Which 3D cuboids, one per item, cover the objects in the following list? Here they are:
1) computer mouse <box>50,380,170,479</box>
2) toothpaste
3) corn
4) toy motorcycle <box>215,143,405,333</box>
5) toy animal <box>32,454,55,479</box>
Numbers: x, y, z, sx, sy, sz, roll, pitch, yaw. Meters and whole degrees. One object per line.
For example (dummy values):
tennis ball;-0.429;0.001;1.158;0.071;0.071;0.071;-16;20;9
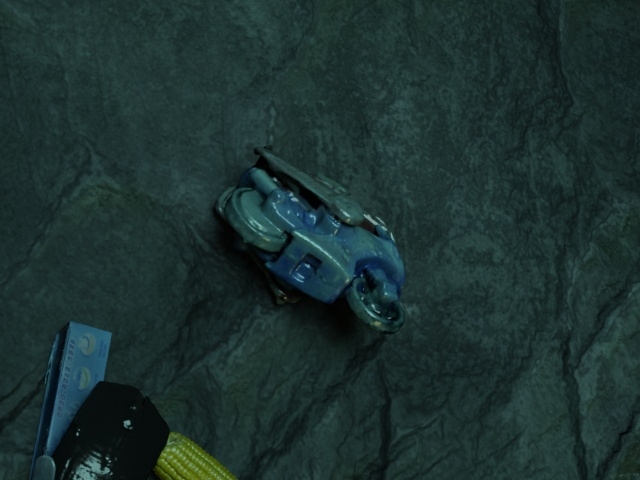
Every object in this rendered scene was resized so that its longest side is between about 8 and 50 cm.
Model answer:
computer mouse;-0.272;0.275;1.583;0.122;0.073;0.217;39;52;-14
toothpaste;-0.327;0.240;1.645;0.066;0.053;0.272;19;58;-25
corn;-0.145;0.328;1.691;0.206;0.067;0.067;40;54;-7
toy motorcycle;0.013;-0.014;1.871;0.319;0.182;0.241;37;55;-7
toy animal;-0.355;0.387;1.498;0.239;0.176;0.255;13;64;18
